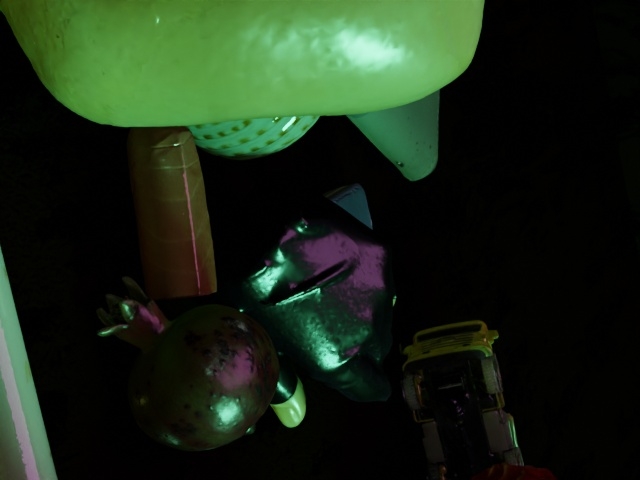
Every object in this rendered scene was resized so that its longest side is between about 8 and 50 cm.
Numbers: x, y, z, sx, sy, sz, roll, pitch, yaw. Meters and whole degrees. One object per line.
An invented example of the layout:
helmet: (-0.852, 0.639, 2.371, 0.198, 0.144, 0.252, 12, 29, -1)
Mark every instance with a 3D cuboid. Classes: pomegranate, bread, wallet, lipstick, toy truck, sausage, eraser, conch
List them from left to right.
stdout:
lipstick: (-0.220, 0.122, 0.916, 0.059, 0.059, 0.264, -26, 105, -64)
sausage: (-0.130, -0.034, 1.160, 0.065, 0.065, 0.169, -12, 94, -65)
pomegranate: (-0.104, 0.097, 1.096, 0.159, 0.129, 0.129, 65, 29, -29)
bread: (-0.068, -0.256, 0.998, 0.253, 0.376, 0.348, 93, -7, -65)
conch: (-0.074, -0.137, 1.195, 0.200, 0.172, 0.131, 3, 98, -54)
eraser: (0.000, 0.000, 1.457, 0.225, 0.036, 0.082, -34, 113, -63)
wallet: (0.069, -0.251, 1.648, 0.360, 0.083, 0.252, 40, 52, -57)
toy truck: (0.186, 0.231, 1.682, 0.157, 0.124, 0.272, -79, 155, -67)

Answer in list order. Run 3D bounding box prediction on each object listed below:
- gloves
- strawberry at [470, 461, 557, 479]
gloves: (-0.006, 0.075, 1.291, 0.197, 0.152, 0.301, -48, 149, -3)
strawberry: (0.182, 0.437, 1.470, 0.345, 0.295, 0.317, -29, 145, -42)
